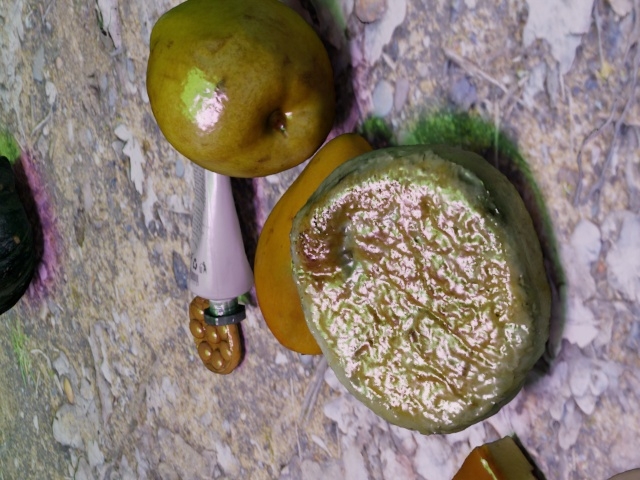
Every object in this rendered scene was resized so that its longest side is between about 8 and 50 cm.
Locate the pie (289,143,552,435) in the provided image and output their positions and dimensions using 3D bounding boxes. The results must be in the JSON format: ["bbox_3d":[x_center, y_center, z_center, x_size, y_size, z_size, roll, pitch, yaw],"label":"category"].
[{"bbox_3d":[0.094,0.042,1.515,0.277,0.078,0.277,12,114,29],"label":"pie"}]

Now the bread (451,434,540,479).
[{"bbox_3d":[0.209,0.296,1.543,0.226,0.049,0.088,57,145,22],"label":"bread"}]

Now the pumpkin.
[{"bbox_3d":[-0.540,0.034,2.379,0.197,0.263,0.293,61,148,7],"label":"pumpkin"}]

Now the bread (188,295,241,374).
[{"bbox_3d":[-0.129,0.113,1.999,0.110,0.024,0.110,28,126,48],"label":"bread"}]

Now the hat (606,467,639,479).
[{"bbox_3d":[0.265,0.278,1.386,0.173,0.144,0.166,-19,86,36],"label":"hat"}]

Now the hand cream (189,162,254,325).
[{"bbox_3d":[-0.123,-0.068,1.859,0.121,0.076,0.336,-132,36,-68],"label":"hand cream"}]

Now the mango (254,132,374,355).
[{"bbox_3d":[0.000,0.000,1.664,0.138,0.113,0.253,-121,39,-48],"label":"mango"}]

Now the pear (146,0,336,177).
[{"bbox_3d":[-0.081,-0.157,1.652,0.200,0.200,0.200,31,129,47],"label":"pear"}]
